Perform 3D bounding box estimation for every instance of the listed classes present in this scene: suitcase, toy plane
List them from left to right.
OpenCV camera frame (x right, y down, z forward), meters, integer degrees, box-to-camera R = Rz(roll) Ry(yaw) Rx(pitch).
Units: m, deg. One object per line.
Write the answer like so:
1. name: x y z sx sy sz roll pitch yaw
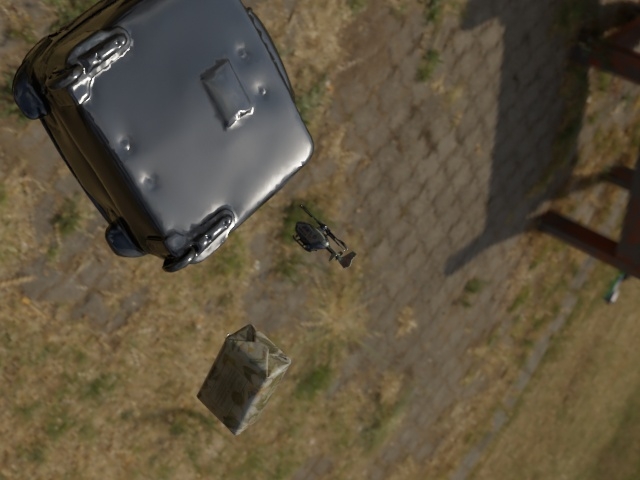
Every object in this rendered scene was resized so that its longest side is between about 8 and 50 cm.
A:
1. suitcase: -0.196 -0.176 1.364 0.339 0.188 0.345 -42 118 -26
2. toy plane: 0.000 0.000 1.531 0.049 0.120 0.031 -49 168 13

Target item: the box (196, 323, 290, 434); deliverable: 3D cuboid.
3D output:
1. box: -0.075 0.135 0.974 0.045 0.062 0.098 -28 152 -49
